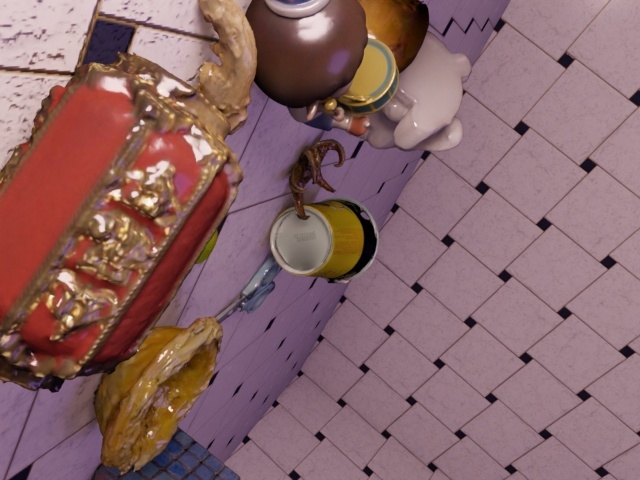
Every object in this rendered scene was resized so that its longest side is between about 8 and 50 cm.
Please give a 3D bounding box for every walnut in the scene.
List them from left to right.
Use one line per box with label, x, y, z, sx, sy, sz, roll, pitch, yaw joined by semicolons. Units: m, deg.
walnut;0.099;-0.329;0.876;0.245;0.137;0.137;-57;172;-41

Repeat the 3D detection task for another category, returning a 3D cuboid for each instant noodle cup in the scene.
instant noodle cup;0.000;0.000;1.276;0.215;0.216;0.236;-60;161;13

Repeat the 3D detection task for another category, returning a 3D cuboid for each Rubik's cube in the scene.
Rubik's cube;-0.357;0.575;1.205;0.238;0.237;0.237;-59;170;15

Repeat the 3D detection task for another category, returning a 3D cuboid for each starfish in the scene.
starfish;-0.020;-0.121;1.112;0.190;0.074;0.146;-42;161;-54

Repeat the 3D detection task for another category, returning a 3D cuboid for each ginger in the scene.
ginger;-0.104;-0.176;0.596;0.051;0.070;0.173;-72;-177;-52

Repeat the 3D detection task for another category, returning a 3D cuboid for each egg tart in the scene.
egg tart;-0.271;0.236;0.921;0.288;0.118;0.288;-52;167;-17

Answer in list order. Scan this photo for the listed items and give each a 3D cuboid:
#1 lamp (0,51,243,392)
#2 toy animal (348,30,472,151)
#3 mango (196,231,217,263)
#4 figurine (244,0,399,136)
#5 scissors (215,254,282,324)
lamp;-0.183;-0.014;0.467;0.274;0.177;0.177;-59;169;-3
toy animal;0.160;-0.272;1.110;0.206;0.271;0.265;-27;174;-16
mango;-0.182;-0.005;0.774;0.073;0.056;0.108;-64;166;5
figurine;-0.002;-0.224;0.660;0.158;0.161;0.275;-20;170;13
scissors;-0.187;0.150;1.276;0.360;0.029;0.191;-42;163;-54
